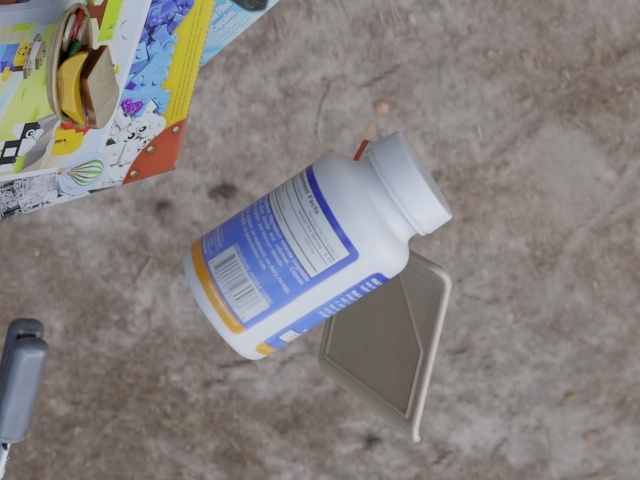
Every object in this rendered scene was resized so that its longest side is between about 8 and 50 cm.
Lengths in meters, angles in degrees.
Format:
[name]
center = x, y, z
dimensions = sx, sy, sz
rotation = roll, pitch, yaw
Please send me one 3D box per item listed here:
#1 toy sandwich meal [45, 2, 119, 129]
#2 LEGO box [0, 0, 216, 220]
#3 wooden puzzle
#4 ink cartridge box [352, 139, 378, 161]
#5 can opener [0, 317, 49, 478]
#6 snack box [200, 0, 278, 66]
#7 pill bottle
[toy sandwich meal]
center = -0.151, -0.109, 0.746
dimensions = 0.029, 0.085, 0.085
rotation = 9, 128, 4
[LEGO box]
center = -0.245, -0.246, 0.748
dimensions = 0.372, 0.193, 0.500
rotation = -21, 144, -38
[wooden puzzle]
center = 0.083, 0.108, 1.494
dimensions = 0.044, 0.221, 0.238
rotation = -5, 112, -33
[ink cartridge box]
center = 0.057, -0.089, 1.426
dimensions = 0.029, 0.115, 0.063
rotation = 32, 84, -31
[can opener]
center = -0.425, 0.223, 1.502
dimensions = 0.095, 0.076, 0.283
rotation = 4, 125, -26
[snack box]
center = -0.100, -0.314, 1.163
dimensions = 0.187, 0.060, 0.322
rotation = 47, 143, -12
[pill bottle]
center = 0.000, 0.000, 1.266
dimensions = 0.272, 0.152, 0.152
rotation = -33, 125, 10
